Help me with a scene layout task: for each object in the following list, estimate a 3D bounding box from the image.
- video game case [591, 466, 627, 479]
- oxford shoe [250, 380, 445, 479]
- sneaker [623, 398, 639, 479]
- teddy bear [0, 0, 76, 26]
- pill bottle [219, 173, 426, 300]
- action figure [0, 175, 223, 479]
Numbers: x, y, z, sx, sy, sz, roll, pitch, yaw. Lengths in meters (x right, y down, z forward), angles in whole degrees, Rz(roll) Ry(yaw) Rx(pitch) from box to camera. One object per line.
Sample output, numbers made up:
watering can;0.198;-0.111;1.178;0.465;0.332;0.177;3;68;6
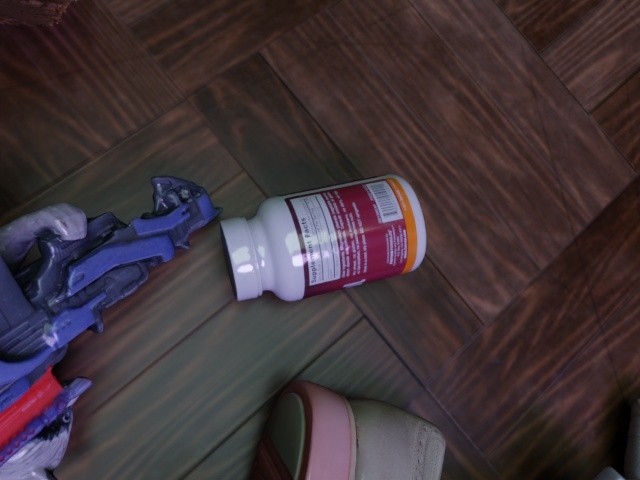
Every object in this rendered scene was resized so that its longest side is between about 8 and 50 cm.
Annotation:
video game case;0.224;0.306;0.406;0.183;0.023;0.201;41;96;-3
oxford shoe;0.009;0.305;0.341;0.147;0.140;0.396;16;79;-20
sneaker;0.395;0.213;0.466;0.263;0.099;0.120;16;72;-10
teddy bear;-0.325;-0.219;0.298;0.338;0.245;0.113;-1;95;-21
pill bottle;0.000;0.000;0.422;0.152;0.086;0.086;-12;82;-14
action figure;-0.241;0.009;0.339;0.341;0.179;0.330;-35;107;-51
